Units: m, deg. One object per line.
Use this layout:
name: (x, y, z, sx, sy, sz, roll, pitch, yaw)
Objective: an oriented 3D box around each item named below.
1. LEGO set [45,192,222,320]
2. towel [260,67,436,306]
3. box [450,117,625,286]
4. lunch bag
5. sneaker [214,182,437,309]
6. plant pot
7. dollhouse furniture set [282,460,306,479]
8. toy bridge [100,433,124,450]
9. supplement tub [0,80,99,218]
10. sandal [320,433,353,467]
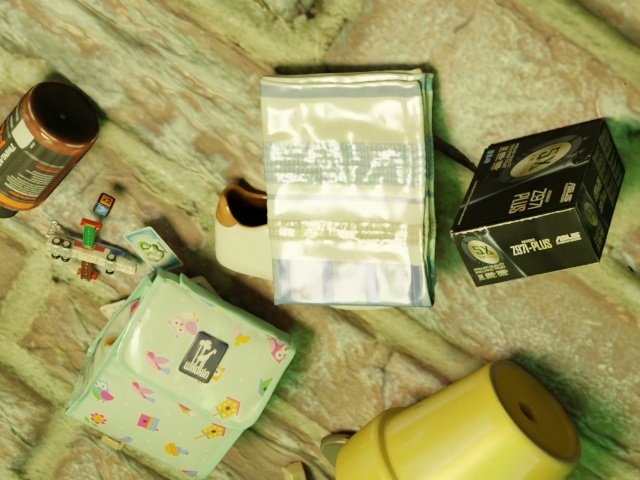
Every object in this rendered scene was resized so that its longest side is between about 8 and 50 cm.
LEGO set: (-0.253, 0.029, 1.967, 0.182, 0.060, 0.244, -16, 129, 31)
towel: (0.032, -0.058, 1.708, 0.209, 0.034, 0.285, 2, 103, 17)
box: (0.240, -0.042, 1.606, 0.147, 0.180, 0.077, -12, 120, 30)
lunch bag: (-0.181, 0.166, 1.942, 0.223, 0.160, 0.262, 30, 130, -14)
sneaker: (0.000, 0.000, 1.787, 0.290, 0.106, 0.123, 12, 131, 16)
plant pot: (0.188, 0.284, 1.848, 0.254, 0.254, 0.239, 41, 114, -9)
dollhouse furniture set: (-0.020, 0.368, 2.134, 0.081, 0.091, 0.114, -168, 65, -68)
toy bridge: (-0.262, 0.249, 2.135, 0.063, 0.026, 0.188, 30, 129, -2)
supplement tub: (-0.370, -0.107, 1.864, 0.106, 0.106, 0.198, 40, 129, -9)
sandal: (0.075, 0.355, 2.050, 0.090, 0.060, 0.219, -17, 117, 32)
